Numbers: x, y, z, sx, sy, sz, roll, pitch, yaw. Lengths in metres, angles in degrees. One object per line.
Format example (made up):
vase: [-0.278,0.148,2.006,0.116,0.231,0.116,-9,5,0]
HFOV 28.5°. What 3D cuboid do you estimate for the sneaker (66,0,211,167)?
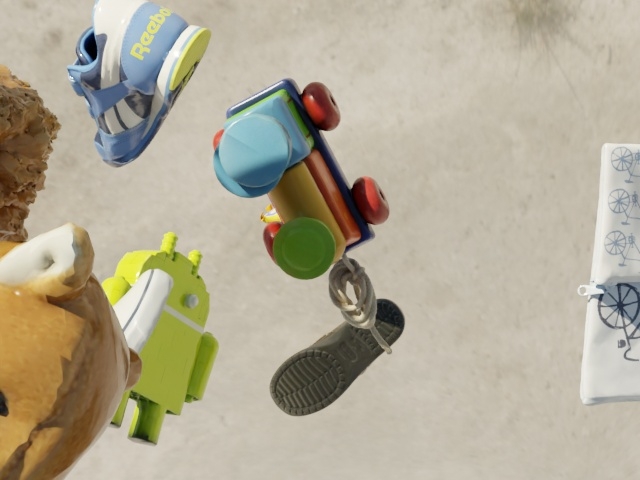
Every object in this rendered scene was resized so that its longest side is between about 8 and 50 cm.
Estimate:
sneaker: [-0.103,-0.086,0.668,0.059,0.144,0.053,29,62,-9]

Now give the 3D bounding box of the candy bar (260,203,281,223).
candy bar: [0.000,-0.030,1.442,0.161,0.018,0.040,3,34,36]

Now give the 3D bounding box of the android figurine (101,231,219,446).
android figurine: [-0.220,0.126,1.666,0.056,0.248,0.273,4,66,32]

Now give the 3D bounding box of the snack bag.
snack bag: [0.476,0.051,1.596,0.323,0.037,0.343,2,98,-20]

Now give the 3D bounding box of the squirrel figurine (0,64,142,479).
squirrel figurine: [-0.289,0.004,0.774,0.370,0.281,0.397,4,56,9]

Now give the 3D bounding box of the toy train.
toy train: [0.000,0.000,0.985,0.105,0.143,0.248,-26,98,12]

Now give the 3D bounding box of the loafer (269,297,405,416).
loafer: [0.030,0.153,1.636,0.220,0.078,0.080,-36,83,19]

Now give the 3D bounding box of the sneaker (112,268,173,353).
sneaker: [-0.240,0.115,1.276,0.091,0.094,0.258,35,53,-5]
